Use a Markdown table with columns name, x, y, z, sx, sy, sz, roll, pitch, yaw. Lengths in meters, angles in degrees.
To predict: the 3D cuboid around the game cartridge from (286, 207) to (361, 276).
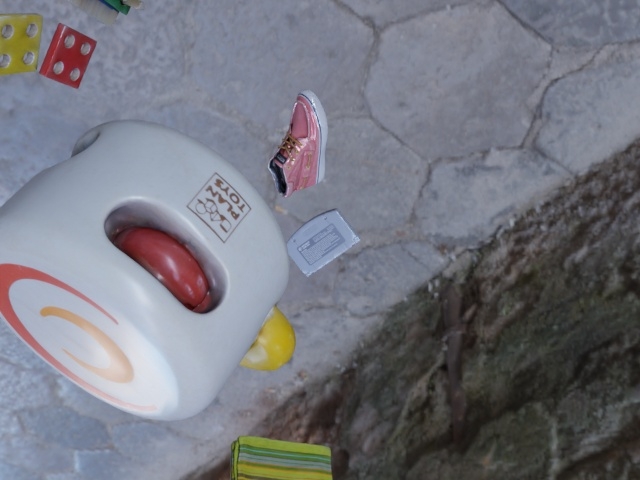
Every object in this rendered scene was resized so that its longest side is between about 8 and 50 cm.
| name | x | y | z | sx | sy | sz | roll | pitch | yaw |
| --- | --- | --- | --- | --- | --- | --- | --- | --- | --- |
| game cartridge | 0.000 | 0.000 | 0.864 | 0.083 | 0.017 | 0.056 | -34 | 102 | 20 |

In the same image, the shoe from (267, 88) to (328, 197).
| name | x | y | z | sx | sy | sz | roll | pitch | yaw |
| --- | --- | --- | --- | --- | --- | --- | --- | --- | --- |
| shoe | -0.038 | -0.149 | 1.154 | 0.081 | 0.063 | 0.178 | -31 | 141 | -27 |

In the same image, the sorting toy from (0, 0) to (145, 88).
| name | x | y | z | sx | sy | sz | roll | pitch | yaw |
| --- | --- | --- | --- | --- | --- | --- | --- | --- | --- |
| sorting toy | -0.169 | -0.239 | 0.571 | 0.046 | 0.275 | 0.132 | 27 | -177 | 16 |

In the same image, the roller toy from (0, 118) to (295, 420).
| name | x | y | z | sx | sy | sz | roll | pitch | yaw |
| --- | --- | --- | --- | --- | --- | --- | --- | --- | --- |
| roller toy | -0.124 | 0.019 | 0.517 | 0.209 | 0.146 | 0.191 | 18 | 141 | 21 |

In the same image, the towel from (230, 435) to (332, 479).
| name | x | y | z | sx | sy | sz | roll | pitch | yaw |
| --- | --- | --- | --- | --- | --- | --- | --- | --- | --- |
| towel | -0.024 | 0.286 | 0.625 | 0.102 | 0.237 | 0.021 | 11 | 138 | -22 |
